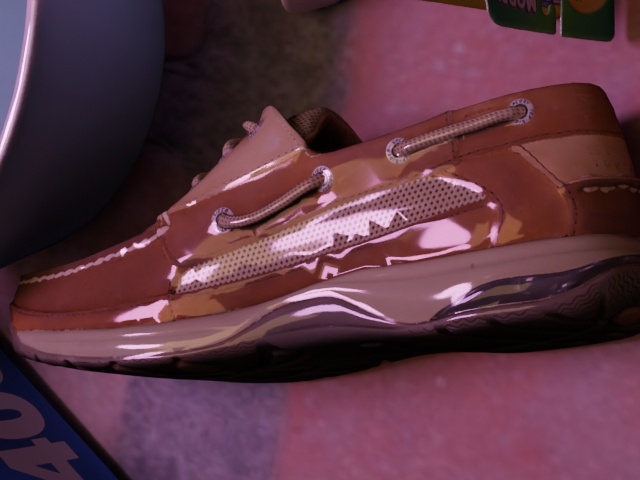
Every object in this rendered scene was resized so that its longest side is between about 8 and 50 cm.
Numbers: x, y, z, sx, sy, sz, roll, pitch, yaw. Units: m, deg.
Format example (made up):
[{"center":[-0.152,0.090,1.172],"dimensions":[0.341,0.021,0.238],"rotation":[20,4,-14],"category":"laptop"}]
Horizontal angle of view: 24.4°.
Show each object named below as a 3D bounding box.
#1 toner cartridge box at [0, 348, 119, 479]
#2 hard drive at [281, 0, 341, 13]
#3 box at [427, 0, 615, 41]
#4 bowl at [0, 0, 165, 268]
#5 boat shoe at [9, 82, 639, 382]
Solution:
[{"center":[-0.178,0.159,0.768],"dimensions":[0.348,0.165,0.075],"rotation":[41,115,28],"category":"toner cartridge box"},{"center":[-0.042,-0.292,0.685],"dimensions":[0.040,0.210,0.318],"rotation":[-15,76,-4],"category":"hard drive"},{"center":[0.069,-0.167,0.648],"dimensions":[0.043,0.105,0.179],"rotation":[-28,72,39],"category":"box"},{"center":[-0.206,-0.106,0.807],"dimensions":[0.312,0.163,0.311],"rotation":[-2,87,35],"category":"bowl"},{"center":[0.000,0.000,0.693],"dimensions":[0.324,0.123,0.119],"rotation":[-9,78,27],"category":"boat shoe"}]
